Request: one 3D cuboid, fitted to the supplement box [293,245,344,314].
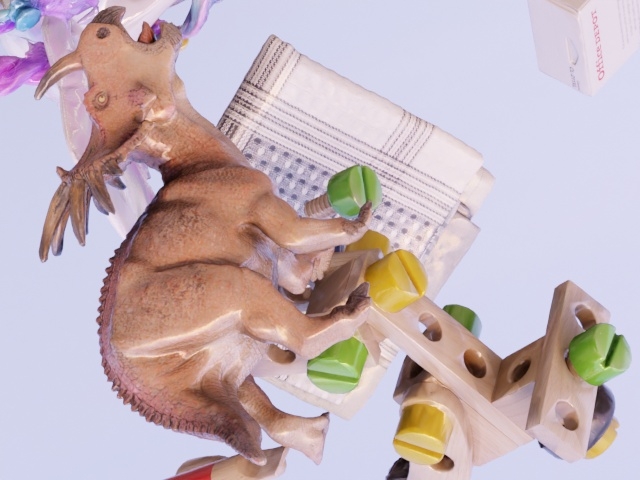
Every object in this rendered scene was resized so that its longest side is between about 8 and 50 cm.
[{"bbox_3d":[0.002,0.036,1.724,0.083,0.083,0.056,-19,-135,23],"label":"supplement box"}]

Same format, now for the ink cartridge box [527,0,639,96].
[{"bbox_3d":[0.289,-0.251,1.917,0.072,0.127,0.175,31,-115,32],"label":"ink cartridge box"}]

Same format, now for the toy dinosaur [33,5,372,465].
[{"bbox_3d":[-0.081,0.022,1.104,0.200,0.127,0.296,11,-131,-9],"label":"toy dinosaur"}]

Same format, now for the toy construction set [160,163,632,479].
[{"bbox_3d":[0.049,0.094,1.211,0.237,0.257,0.309,-24,-173,42],"label":"toy construction set"}]

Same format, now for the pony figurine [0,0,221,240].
[{"bbox_3d":[-0.195,-0.187,1.620,0.363,0.351,0.303,-40,-143,0],"label":"pony figurine"}]

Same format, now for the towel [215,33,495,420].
[{"bbox_3d":[0.000,0.000,1.900,0.312,0.324,0.056,-60,-146,4],"label":"towel"}]
